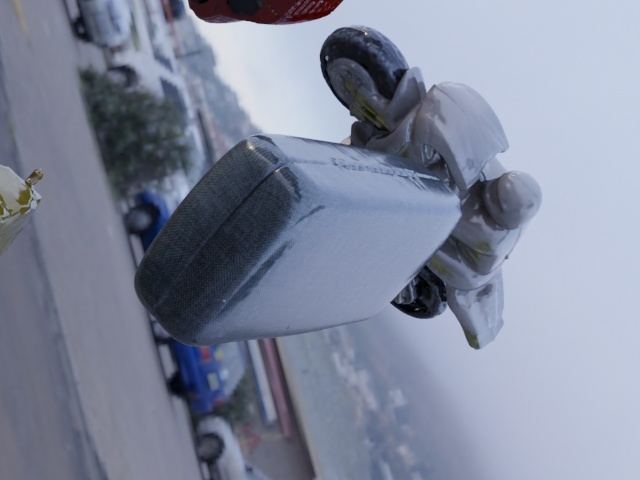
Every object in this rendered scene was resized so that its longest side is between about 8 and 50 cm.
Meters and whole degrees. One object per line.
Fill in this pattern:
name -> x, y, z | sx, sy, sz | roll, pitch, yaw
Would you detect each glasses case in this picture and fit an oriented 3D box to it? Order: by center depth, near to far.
glasses case -> 0.000, 0.000, 0.873 | 0.074, 0.131, 0.323 | 43, 16, 17

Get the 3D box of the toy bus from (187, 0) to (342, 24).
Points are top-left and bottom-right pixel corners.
toy bus -> -0.020, -0.213, 0.950 | 0.195, 0.081, 0.089 | -40, -107, 43

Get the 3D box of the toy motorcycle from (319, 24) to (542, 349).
toy motorcycle -> 0.110, -0.038, 1.186 | 0.223, 0.108, 0.340 | 22, -39, 34

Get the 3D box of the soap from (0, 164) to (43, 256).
soap -> -0.338, 0.063, 0.660 | 0.156, 0.335, 0.293 | 42, 15, 4
